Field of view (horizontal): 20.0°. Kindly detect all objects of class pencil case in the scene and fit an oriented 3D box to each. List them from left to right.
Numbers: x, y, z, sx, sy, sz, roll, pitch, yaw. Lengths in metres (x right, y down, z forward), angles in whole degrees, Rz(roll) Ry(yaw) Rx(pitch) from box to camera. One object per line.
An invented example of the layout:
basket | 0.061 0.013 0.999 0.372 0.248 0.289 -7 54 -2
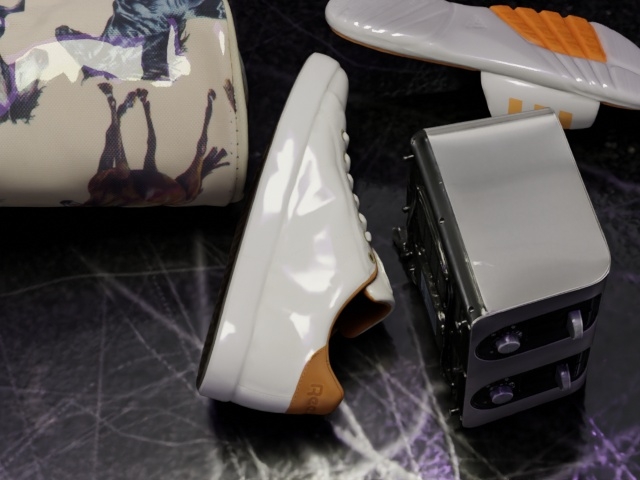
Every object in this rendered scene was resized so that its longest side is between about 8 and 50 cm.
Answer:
pencil case | -0.258 -0.115 1.334 0.410 0.160 0.184 -1 79 -8

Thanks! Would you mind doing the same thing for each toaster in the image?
toaster | 0.122 0.013 1.261 0.110 0.168 0.186 -12 59 -7

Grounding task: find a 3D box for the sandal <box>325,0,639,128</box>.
sandal | 0.130 -0.132 1.402 0.265 0.076 0.102 12 35 -1

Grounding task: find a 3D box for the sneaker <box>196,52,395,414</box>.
sneaker | 0.000 0.000 1.329 0.123 0.106 0.290 16 62 -5
